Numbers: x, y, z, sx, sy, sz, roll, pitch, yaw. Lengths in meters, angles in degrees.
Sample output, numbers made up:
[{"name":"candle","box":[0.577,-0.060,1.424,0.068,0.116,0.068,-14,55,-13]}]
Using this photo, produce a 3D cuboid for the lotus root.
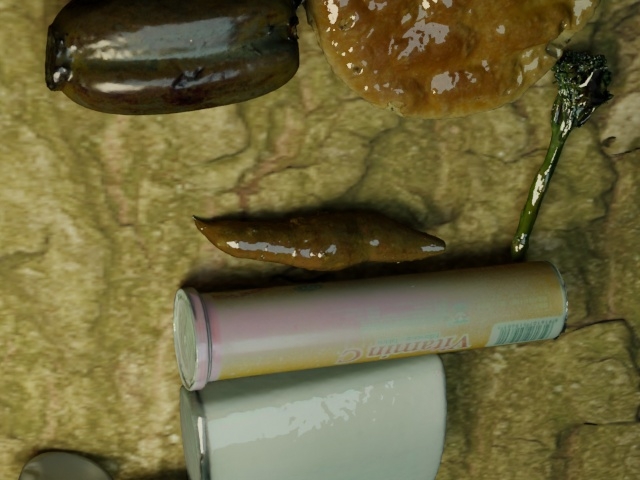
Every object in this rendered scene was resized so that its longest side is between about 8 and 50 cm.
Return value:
[{"name":"lotus root","box":[-0.129,-0.177,1.185,0.241,0.123,0.124,-8,95,-14]}]

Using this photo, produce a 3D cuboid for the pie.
[{"name":"pie","box":[0.133,-0.270,1.260,0.339,0.083,0.340,-12,125,-17]}]

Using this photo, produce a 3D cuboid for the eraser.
[{"name":"eraser","box":[-0.008,0.220,1.487,0.289,0.104,0.189,-10,120,-17]}]

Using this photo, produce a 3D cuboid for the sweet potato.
[{"name":"sweet potato","box":[0.000,0.000,1.382,0.273,0.067,0.067,3,119,-17]}]

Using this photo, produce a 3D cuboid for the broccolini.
[{"name":"broccolini","box":[0.254,-0.095,1.450,0.057,0.071,0.254,-36,150,-52]}]

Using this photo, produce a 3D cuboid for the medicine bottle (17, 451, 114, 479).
[{"name":"medicine bottle","box":[-0.327,0.404,1.467,0.110,0.110,0.352,11,115,-27]}]

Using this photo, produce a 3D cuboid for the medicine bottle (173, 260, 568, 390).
[{"name":"medicine bottle","box":[0.059,0.087,1.427,0.425,0.108,0.108,-4,121,-19]}]
